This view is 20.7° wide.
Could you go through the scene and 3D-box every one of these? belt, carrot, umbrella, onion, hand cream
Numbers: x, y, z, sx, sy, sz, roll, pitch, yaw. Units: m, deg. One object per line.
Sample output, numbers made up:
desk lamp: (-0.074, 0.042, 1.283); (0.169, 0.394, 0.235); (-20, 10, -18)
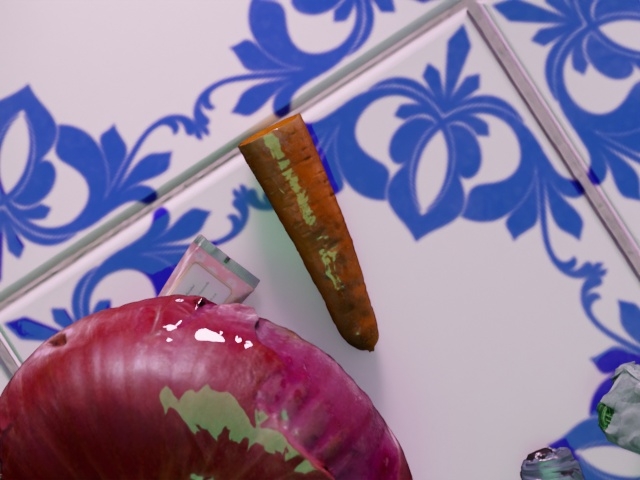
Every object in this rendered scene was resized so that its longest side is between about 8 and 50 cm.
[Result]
belt: (0.301, 0.140, 1.419); (0.151, 0.121, 0.079); (17, 97, 8)
carrot: (0.000, 0.000, 1.471); (0.061, 0.061, 0.209); (-25, 95, 6)
umbrella: (0.228, 0.292, 1.470); (0.053, 0.052, 0.250); (-21, 91, -3)
onion: (-0.085, 0.186, 1.394); (0.348, 0.285, 0.347); (8, 122, 13)
hand cream: (-0.142, 0.096, 1.495); (0.067, 0.043, 0.209); (39, 90, 0)
